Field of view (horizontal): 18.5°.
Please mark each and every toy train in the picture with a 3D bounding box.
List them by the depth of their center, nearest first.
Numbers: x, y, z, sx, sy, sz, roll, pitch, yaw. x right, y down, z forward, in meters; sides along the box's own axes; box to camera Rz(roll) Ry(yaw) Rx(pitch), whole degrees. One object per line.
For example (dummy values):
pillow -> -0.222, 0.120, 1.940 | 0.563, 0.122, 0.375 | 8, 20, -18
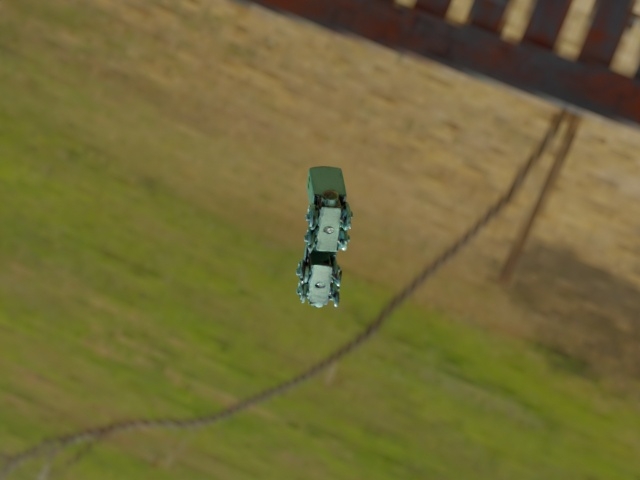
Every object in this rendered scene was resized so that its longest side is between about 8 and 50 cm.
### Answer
toy train -> 0.000, 0.000, 1.159 | 0.029, 0.045, 0.092 | -1, 136, -8
